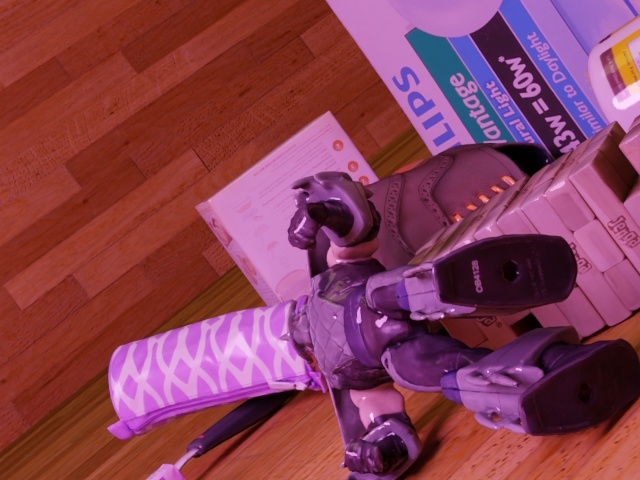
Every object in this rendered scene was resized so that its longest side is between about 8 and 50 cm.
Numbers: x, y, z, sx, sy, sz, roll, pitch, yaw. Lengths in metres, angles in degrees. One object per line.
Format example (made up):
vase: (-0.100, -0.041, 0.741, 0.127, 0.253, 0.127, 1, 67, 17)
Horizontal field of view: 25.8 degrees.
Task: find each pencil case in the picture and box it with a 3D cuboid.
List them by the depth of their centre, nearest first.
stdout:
pencil case: (-0.081, 0.110, 1.189, 0.206, 0.086, 0.088, -16, 53, 22)

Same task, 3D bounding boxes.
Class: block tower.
block tower: (0.203, -0.032, 0.802, 0.335, 0.097, 0.091, -35, 5, 30)

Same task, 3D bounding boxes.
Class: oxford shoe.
oxford shoe: (0.103, -0.014, 1.107, 0.132, 0.130, 0.364, -25, 11, 23)

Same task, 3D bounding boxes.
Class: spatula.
spatula: (-0.116, 0.196, 1.161, 0.296, 0.030, 0.084, -40, 8, -37)

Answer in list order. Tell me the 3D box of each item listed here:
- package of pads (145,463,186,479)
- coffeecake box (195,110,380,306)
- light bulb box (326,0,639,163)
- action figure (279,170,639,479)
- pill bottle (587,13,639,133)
package of pads: (-0.127, 0.208, 1.021, 0.083, 0.050, 0.032, -41, 7, -36)
coffeecake box: (0.000, 0.000, 1.280, 0.142, 0.185, 0.068, -37, 6, -15)
light bulb box: (0.218, -0.268, 1.296, 0.361, 0.358, 0.225, -33, 5, 43)
action figure: (0.042, 0.047, 0.770, 0.099, 0.185, 0.285, -23, 6, -26)
pill bottle: (0.300, -0.140, 0.958, 0.215, 0.117, 0.117, -33, 6, 28)
